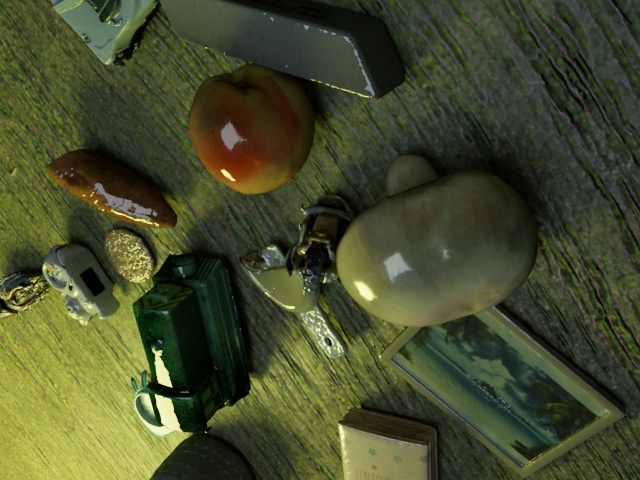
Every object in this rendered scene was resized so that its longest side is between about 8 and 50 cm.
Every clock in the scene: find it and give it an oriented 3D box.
[{"bbox_3d":[-0.496,0.089,1.388,0.117,0.080,0.176,-19,107,35],"label":"clock"},{"bbox_3d":[-0.353,0.348,1.474,0.108,0.045,0.147,-33,97,36],"label":"clock"}]

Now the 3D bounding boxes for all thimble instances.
[{"bbox_3d":[-0.268,0.545,1.459,0.205,0.172,0.236,41,129,6],"label":"thimble"}]

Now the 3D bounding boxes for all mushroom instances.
[{"bbox_3d":[0.147,-0.014,0.912,0.254,0.260,0.234,-43,54,42],"label":"mushroom"}]

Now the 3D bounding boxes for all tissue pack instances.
[{"bbox_3d":[0.131,0.461,1.259,0.170,0.071,0.325,8,119,28],"label":"tissue pack"}]

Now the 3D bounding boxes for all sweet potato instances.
[{"bbox_3d":[-0.361,-0.090,1.213,0.252,0.097,0.097,25,125,9],"label":"sweet potato"}]

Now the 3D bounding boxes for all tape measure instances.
[{"bbox_3d":[-0.323,-0.385,1.022,0.181,0.107,0.182,41,130,-6],"label":"tape measure"}]

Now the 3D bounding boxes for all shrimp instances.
[{"bbox_3d":[-0.642,0.105,1.479,0.233,0.079,0.090,-29,105,31],"label":"shrimp"}]

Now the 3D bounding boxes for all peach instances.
[{"bbox_3d":[-0.096,-0.155,0.979,0.184,0.184,0.184,13,121,22],"label":"peach"}]

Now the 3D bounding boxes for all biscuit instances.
[{"bbox_3d":[-0.369,0.030,1.327,0.120,0.015,0.120,13,122,23],"label":"biscuit"}]

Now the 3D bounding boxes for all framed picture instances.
[{"bbox_3d":[0.273,0.219,1.080,0.315,0.024,0.232,40,129,5],"label":"framed picture"}]

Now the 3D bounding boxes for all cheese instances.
[{"bbox_3d":[-0.032,0.102,1.162,0.127,0.050,0.235,-26,100,35],"label":"cheese"}]

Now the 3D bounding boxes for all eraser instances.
[{"bbox_3d":[-0.056,-0.285,0.927,0.353,0.111,0.077,21,122,17],"label":"eraser"}]

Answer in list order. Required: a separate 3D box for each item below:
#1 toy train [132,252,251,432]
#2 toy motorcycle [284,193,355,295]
[{"bbox_3d":[-0.232,0.190,1.241,0.139,0.178,0.330,6,119,26],"label":"toy train"},{"bbox_3d":[0.001,0.000,1.001,0.094,0.229,0.129,14,99,3],"label":"toy motorcycle"}]
